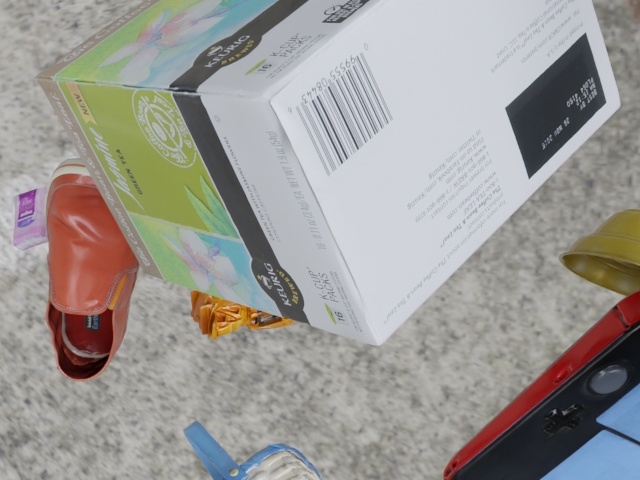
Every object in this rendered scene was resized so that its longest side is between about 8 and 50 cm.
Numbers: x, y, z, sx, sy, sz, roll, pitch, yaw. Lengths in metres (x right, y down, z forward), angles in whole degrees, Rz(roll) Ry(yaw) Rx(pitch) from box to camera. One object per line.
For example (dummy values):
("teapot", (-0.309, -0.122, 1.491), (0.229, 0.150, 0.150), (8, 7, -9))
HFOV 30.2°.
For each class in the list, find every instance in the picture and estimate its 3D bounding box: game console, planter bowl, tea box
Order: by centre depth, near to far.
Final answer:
("tea box", (0.007, -0.123, 0.984), (0.329, 0.323, 0.220), (-42, 122, -29))
("game console", (0.373, 0.222, 1.355), (0.386, 0.060, 0.342), (27, 114, -36))
("planter bowl", (0.434, 0.016, 1.578), (0.217, 0.217, 0.090), (24, 80, -26))

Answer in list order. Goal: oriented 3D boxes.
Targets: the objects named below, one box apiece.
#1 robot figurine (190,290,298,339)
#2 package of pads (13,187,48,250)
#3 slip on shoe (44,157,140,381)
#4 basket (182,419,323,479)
("robot figurine", (0.000, 0.000, 1.261), (0.291, 0.085, 0.211), (-17, 127, -19))
("package of pads", (-0.406, -0.031, 1.674), (0.032, 0.050, 0.083), (45, 35, -53))
("slip on shoe", (-0.284, 0.043, 1.453), (0.123, 0.101, 0.331), (9, 129, -2))
("basket", (-0.076, 0.387, 1.612), (0.201, 0.289, 0.255), (-35, 118, -12))
